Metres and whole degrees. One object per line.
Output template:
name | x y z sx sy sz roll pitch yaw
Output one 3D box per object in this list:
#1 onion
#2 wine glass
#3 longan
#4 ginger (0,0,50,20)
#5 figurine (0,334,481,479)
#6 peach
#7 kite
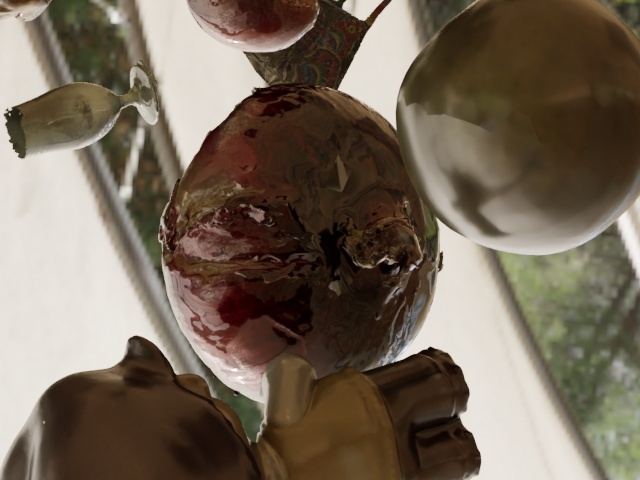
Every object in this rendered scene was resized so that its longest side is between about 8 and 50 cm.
onion | 0.000 0.000 1.355 0.232 0.313 0.314 -7 180 38
wine glass | -0.354 -0.191 2.184 0.222 0.103 0.103 -21 -160 -25
longan | 0.151 -0.087 1.066 0.197 0.196 0.220 1 -179 -19
ginger | -0.367 -0.309 1.532 0.172 0.165 0.321 22 -162 -19
figurine | -0.072 0.170 1.103 0.365 0.218 0.206 -20 -150 -33
peach | -0.077 -0.276 1.592 0.152 0.152 0.152 4 -171 -1
kite | 0.028 -0.300 1.836 0.152 0.285 0.015 44 174 -16
